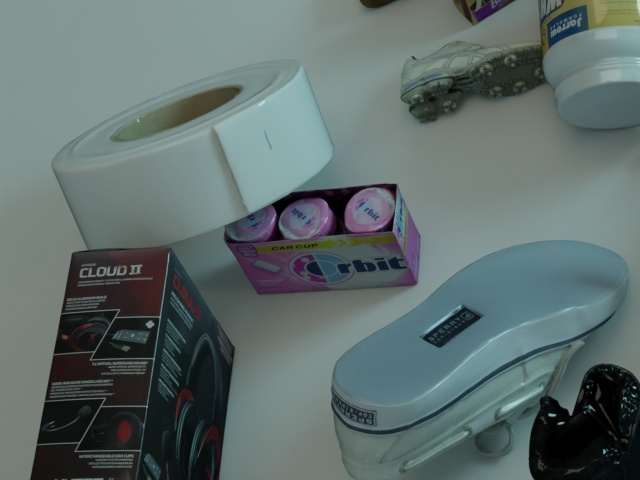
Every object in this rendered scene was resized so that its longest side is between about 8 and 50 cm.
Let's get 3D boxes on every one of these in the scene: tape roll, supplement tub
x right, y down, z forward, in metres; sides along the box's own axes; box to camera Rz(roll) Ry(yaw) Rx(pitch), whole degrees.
[{"bbox_3d":[-0.132,-0.090,1.749,0.286,0.100,0.286,-19,16,6],"label":"tape roll"},{"bbox_3d":[0.301,-0.231,1.746,0.144,0.144,0.200,-7,69,14],"label":"supplement tub"}]

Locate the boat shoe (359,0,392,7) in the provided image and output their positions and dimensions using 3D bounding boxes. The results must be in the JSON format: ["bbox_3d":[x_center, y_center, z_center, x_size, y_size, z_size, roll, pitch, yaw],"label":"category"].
[{"bbox_3d":[0.114,-0.331,1.931,0.170,0.063,0.059,-23,61,4],"label":"boat shoe"}]

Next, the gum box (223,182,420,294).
[{"bbox_3d":[0.000,0.000,1.736,0.188,0.107,0.062,-4,58,16],"label":"gum box"}]

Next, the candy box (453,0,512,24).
[{"bbox_3d":[0.225,-0.334,1.868,0.186,0.109,0.053,-32,55,-3],"label":"candy box"}]

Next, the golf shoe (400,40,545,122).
[{"bbox_3d":[0.169,-0.197,1.830,0.176,0.069,0.086,-14,50,8],"label":"golf shoe"}]

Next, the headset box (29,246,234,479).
[{"bbox_3d":[-0.174,0.159,1.629,0.110,0.218,0.293,-3,58,15],"label":"headset box"}]

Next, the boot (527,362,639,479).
[{"bbox_3d":[0.205,0.241,1.458,0.094,0.207,0.246,30,73,31],"label":"boot"}]

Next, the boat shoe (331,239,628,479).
[{"bbox_3d":[0.157,0.130,1.593,0.135,0.156,0.367,27,42,35],"label":"boat shoe"}]
